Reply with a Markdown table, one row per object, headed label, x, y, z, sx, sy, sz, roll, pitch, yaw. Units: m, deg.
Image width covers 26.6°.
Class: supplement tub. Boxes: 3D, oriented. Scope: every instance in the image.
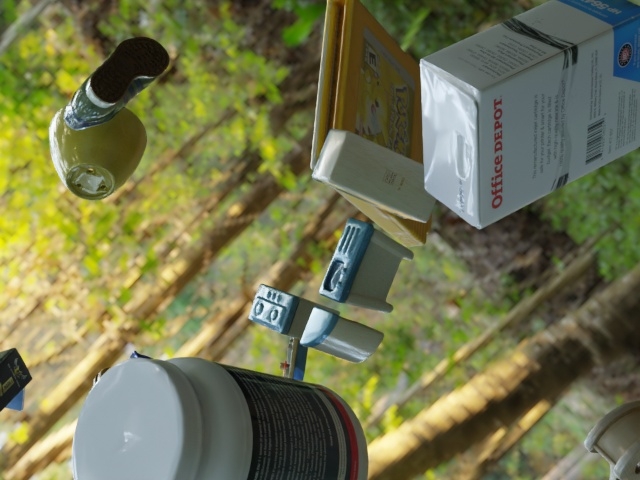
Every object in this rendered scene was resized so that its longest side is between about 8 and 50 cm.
| label | x | y | z | sx | sy | sz | roll | pitch | yaw |
| --- | --- | --- | --- | --- | --- | --- | --- | --- | --- |
| supplement tub | -0.099 | 0.225 | 1.405 | 0.272 | 0.191 | 0.191 | 19 | -158 | -46 |

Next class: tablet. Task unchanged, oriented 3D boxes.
| label | x | y | z | sx | sy | sz | roll | pitch | yaw |
| --- | --- | --- | --- | --- | --- | --- | --- | --- | --- |
| tablet | -0.469 | 0.216 | 1.963 | 0.083 | 0.054 | 0.006 | 12 | -159 | 7 |

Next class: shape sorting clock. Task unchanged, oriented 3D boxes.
| label | x | y | z | sx | sy | sz | roll | pitch | yaw |
| --- | --- | --- | --- | --- | --- | --- | --- | --- | --- |
| shape sorting clock | -0.047 | 0.208 | 2.213 | 0.040 | 0.206 | 0.206 | 10 | -174 | -1 |

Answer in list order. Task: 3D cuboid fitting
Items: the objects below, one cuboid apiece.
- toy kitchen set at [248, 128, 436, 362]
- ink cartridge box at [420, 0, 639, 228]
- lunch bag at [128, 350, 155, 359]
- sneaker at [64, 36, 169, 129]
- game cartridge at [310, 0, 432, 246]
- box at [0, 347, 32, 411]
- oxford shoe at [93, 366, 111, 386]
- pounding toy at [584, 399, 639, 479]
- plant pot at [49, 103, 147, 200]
| label | x | y | z | sx | sy | sz | roll | pitch | yaw |
| --- | --- | --- | --- | --- | --- | --- | --- | --- | --- |
| toy kitchen set | 0.000 | 0.000 | 1.364 | 0.122 | 0.207 | 0.166 | 23 | 177 | -29 |
| ink cartridge box | 0.193 | -0.123 | 1.222 | 0.086 | 0.203 | 0.148 | 40 | 146 | 43 |
| lunch bag | -0.223 | 0.241 | 1.786 | 0.096 | 0.129 | 0.151 | 24 | -168 | -34 |
| sneaker | -0.272 | -0.202 | 1.764 | 0.064 | 0.086 | 0.192 | 47 | -148 | -7 |
| game cartridge | 0.093 | -0.173 | 2.035 | 0.323 | 0.052 | 0.285 | 35 | -126 | -52 |
| box | -0.533 | 0.235 | 1.837 | 0.059 | 0.232 | 0.183 | 66 | -153 | -16 |
| oxford shoe | -0.301 | 0.244 | 2.166 | 0.076 | 0.076 | 0.212 | 6 | -164 | -34 |
| pounding toy | 0.489 | 0.329 | 1.972 | 0.155 | 0.154 | 0.269 | 45 | 152 | 40 |
| plant pot | -0.306 | -0.111 | 1.830 | 0.134 | 0.134 | 0.095 | 42 | -149 | -33 |
